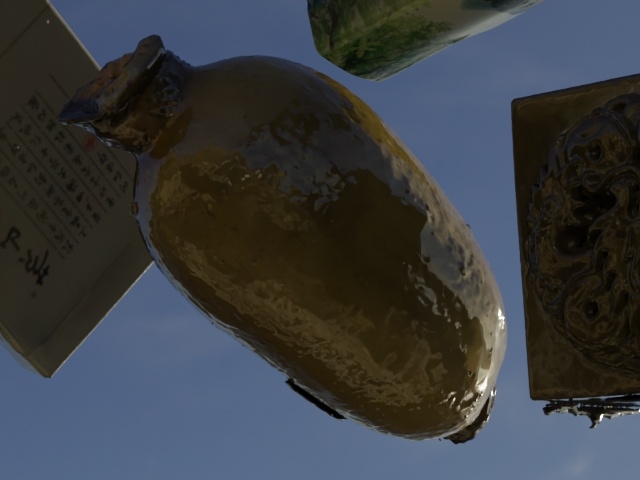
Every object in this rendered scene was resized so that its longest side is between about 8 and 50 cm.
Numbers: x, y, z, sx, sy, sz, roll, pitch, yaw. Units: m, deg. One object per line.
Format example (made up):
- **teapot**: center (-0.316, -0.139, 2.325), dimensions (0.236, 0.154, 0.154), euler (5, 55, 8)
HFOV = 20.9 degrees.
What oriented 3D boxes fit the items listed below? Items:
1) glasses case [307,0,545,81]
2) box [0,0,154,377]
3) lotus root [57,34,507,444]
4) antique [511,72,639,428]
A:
- **glasses case**: center (0.124, -0.190, 1.165), dimensions (0.272, 0.062, 0.095), euler (-25, -29, 34)
- **box**: center (-0.257, -0.082, 1.341), dimensions (0.051, 0.204, 0.365), euler (16, -31, 49)
- **lotus root**: center (0.001, 0.001, 0.933), dimensions (0.131, 0.146, 0.303), euler (-34, -65, 29)
- **antique**: center (0.174, 0.003, 0.776), dimensions (0.147, 0.152, 0.148), euler (-10, -12, 35)
